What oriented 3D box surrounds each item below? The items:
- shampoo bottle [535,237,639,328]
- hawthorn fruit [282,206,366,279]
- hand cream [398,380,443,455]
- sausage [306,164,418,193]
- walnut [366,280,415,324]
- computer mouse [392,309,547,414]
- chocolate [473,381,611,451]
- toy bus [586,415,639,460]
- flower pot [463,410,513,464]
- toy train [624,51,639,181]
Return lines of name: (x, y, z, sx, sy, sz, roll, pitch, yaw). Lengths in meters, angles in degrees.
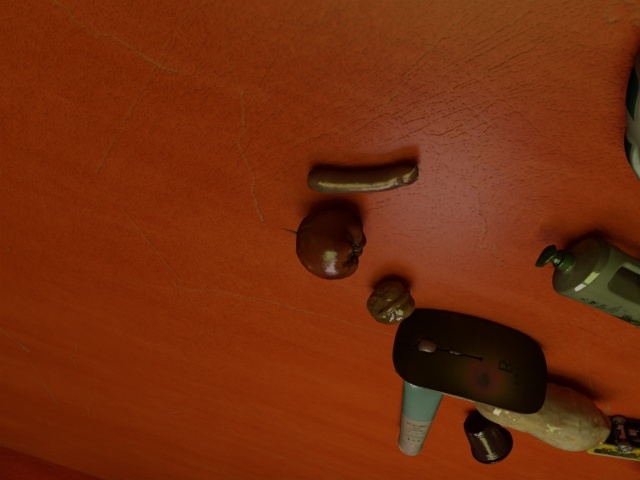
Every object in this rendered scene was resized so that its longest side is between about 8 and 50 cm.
shampoo bottle: (0.459, 0.063, 0.793, 0.234, 0.087, 0.118, 22, 139, -6)
hawthorn fruit: (0.016, 0.004, 0.850, 0.125, 0.125, 0.140, 46, 162, -28)
hand cream: (0.244, 0.430, 1.263, 0.111, 0.070, 0.312, 10, 128, 9)
sausage: (0.064, -0.097, 0.781, 0.176, 0.040, 0.047, 0, 128, 16)
walnut: (0.135, 0.118, 0.955, 0.079, 0.082, 0.096, 53, 133, 2)
computer mouse: (0.296, 0.236, 0.976, 0.310, 0.158, 0.072, 15, 156, 1)
chocolate: (0.461, 0.356, 1.063, 0.309, 0.134, 0.134, 20, 137, -3)
toy bus: (0.716, 0.449, 1.115, 0.226, 0.081, 0.074, 2, 134, 14)
flower pot: (0.401, 0.475, 1.227, 0.111, 0.111, 0.089, -23, 113, 34)
toy train: (0.474, -0.079, 0.650, 0.088, 0.086, 0.407, -24, 124, 41)
